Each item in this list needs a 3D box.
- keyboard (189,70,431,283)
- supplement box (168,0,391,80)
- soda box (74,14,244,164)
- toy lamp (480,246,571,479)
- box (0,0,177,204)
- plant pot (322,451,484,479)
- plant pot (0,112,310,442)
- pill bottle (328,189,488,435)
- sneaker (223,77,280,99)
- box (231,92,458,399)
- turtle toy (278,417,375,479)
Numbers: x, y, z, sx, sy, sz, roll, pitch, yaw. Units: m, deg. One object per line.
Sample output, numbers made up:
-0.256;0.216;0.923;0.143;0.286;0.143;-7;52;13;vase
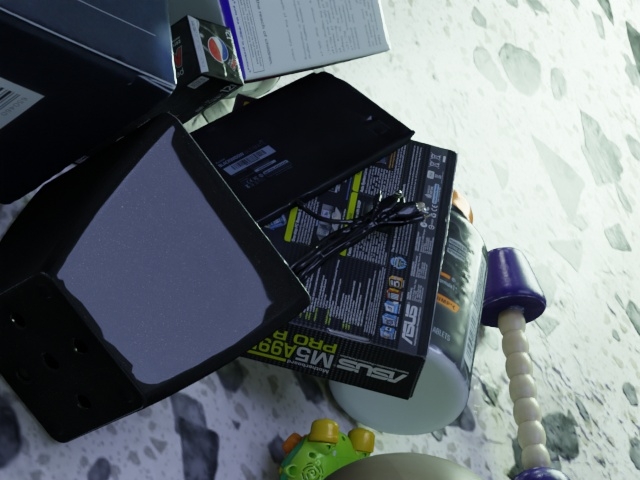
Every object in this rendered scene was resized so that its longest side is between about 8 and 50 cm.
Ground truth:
-0.036;-0.038;1.715;0.201;0.033;0.317;39;49;26;keyboard
-0.053;-0.200;1.773;0.220;0.111;0.114;-19;97;-48;supplement box
-0.144;-0.121;1.653;0.053;0.169;0.060;11;57;-49;soda box
0.202;0.136;2.002;0.080;0.080;0.275;23;51;-43;toy lamp
-0.300;-0.275;1.528;0.293;0.212;0.396;21;49;-43;box
0.065;0.312;1.519;0.323;0.323;0.280;47;20;-19;plant pot
-0.159;0.046;1.517;0.187;0.188;0.167;54;47;-10;plant pot
0.088;0.054;1.864;0.130;0.130;0.246;42;37;-25;pill bottle
-0.124;-0.232;1.842;0.132;0.086;0.229;-25;87;-54;sneaker
0.000;0.000;1.753;0.216;0.060;0.270;14;44;-2;box
0.008;0.205;1.701;0.130;0.066;0.095;20;74;-48;turtle toy
